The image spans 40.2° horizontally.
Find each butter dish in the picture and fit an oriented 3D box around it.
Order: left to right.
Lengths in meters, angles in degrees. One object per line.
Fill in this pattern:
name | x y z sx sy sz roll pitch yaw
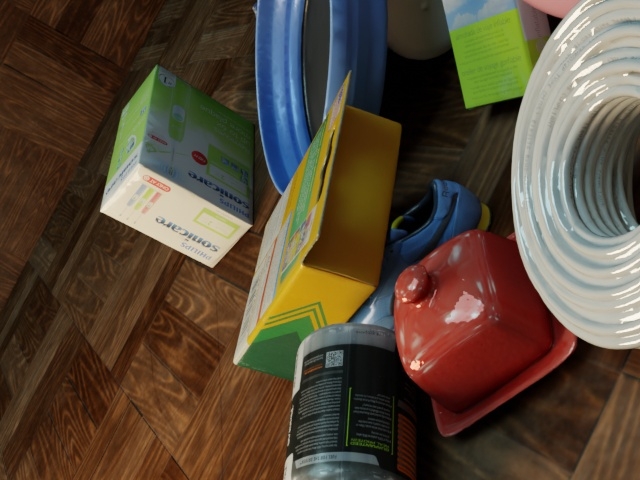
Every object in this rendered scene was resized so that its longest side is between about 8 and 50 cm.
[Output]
butter dish | 0.115 0.058 0.743 0.160 0.118 0.160 -44 31 32

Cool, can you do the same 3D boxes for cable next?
cable | 0.226 -0.050 0.592 0.257 0.089 0.257 118 148 -48

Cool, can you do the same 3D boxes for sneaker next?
sneaker | 0.078 0.022 0.889 0.209 0.082 0.069 -51 30 24

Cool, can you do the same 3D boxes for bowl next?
bowl | -0.008 -0.249 1.130 0.391 0.077 0.391 179 90 -74

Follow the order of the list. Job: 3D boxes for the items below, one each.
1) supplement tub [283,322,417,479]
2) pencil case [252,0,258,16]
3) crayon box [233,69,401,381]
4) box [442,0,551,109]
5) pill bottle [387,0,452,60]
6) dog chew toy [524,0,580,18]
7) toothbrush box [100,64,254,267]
supplement tub | 0.028 0.179 0.780 0.117 0.117 0.190 -37 34 40
pencil case | 0.017 -0.469 1.427 0.306 0.133 0.119 -42 5 33
crayon box | 0.000 0.000 0.945 0.323 0.083 0.203 123 162 -57
box | 0.175 -0.230 0.888 0.109 0.042 0.178 -2 104 60
pill bottle | 0.093 -0.323 1.144 0.130 0.130 0.245 -56 26 11
dog chew toy | 0.244 -0.307 0.751 0.206 0.206 0.332 -46 4 29
toothbrush box | -0.224 -0.125 1.434 0.122 0.206 0.283 -43 30 31
